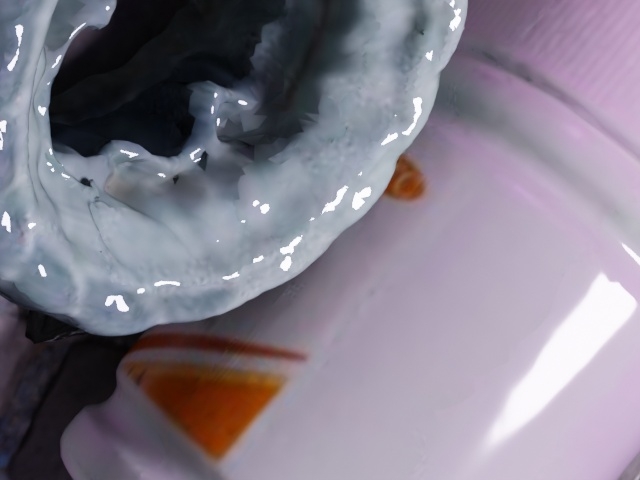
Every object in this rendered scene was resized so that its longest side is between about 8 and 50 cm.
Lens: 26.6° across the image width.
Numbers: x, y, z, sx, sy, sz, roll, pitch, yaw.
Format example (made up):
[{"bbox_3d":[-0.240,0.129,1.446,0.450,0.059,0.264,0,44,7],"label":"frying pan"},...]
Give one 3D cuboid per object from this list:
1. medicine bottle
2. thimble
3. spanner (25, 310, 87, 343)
[{"bbox_3d":[0.059,0.035,0.603,0.316,0.202,0.202,-49,131,-7],"label":"medicine bottle"},{"bbox_3d":[-0.067,-0.099,0.502,0.250,0.172,0.205,-54,134,-2],"label":"thimble"},{"bbox_3d":[0.000,0.000,0.694,0.325,0.026,0.093,-15,119,-32],"label":"spanner"}]
